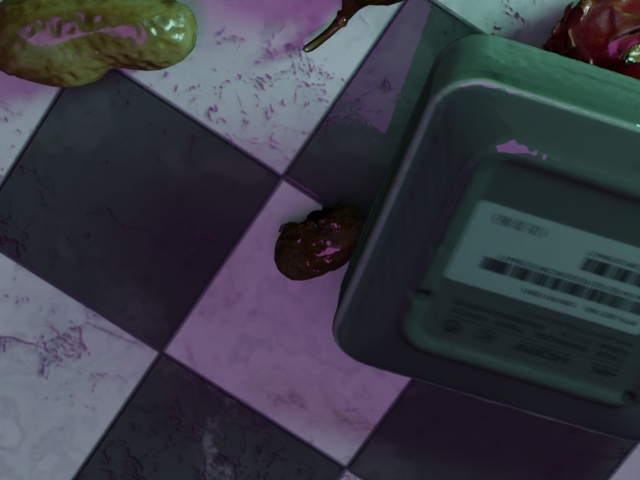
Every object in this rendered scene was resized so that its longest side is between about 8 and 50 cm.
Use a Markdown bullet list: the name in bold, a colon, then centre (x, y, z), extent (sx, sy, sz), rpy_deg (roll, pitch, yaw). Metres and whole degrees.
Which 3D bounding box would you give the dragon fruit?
- **dragon fruit**: centre (0.311, -0.194, 1.834), extent (0.166, 0.136, 0.133), rpy_deg (-22, 143, 20)

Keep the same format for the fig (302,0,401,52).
- **fig**: centre (0.052, -0.270, 1.841), extent (0.146, 0.133, 0.201), rpy_deg (34, 134, 21)

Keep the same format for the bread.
- **bread**: centre (0.000, 0.000, 1.948), extent (0.113, 0.082, 0.060), rpy_deg (-24, 103, 8)

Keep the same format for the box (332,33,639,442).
- **box**: centre (0.245, 0.013, 1.842), extent (0.395, 0.111, 0.397), rpy_deg (16, 128, -6)

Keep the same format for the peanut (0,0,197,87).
- **peanut**: centre (-0.239, -0.212, 1.884), extent (0.226, 0.095, 0.108), rpy_deg (-5, 124, 2)
